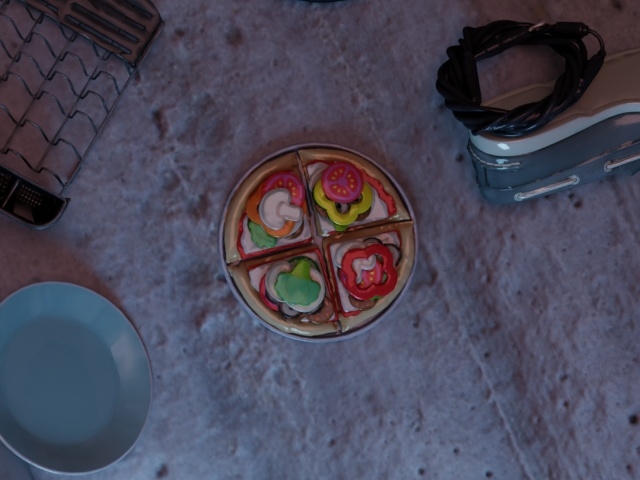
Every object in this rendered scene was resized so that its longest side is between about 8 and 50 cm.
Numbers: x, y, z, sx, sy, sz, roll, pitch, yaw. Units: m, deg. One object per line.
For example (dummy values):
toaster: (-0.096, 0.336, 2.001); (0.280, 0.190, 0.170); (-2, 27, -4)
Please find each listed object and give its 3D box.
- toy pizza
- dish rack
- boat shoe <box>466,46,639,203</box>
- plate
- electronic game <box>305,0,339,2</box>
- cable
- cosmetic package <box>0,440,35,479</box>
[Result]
toy pizza: (0.000, 0.000, 1.553); (0.201, 0.032, 0.201); (1, 84, -7)
dish rack: (-0.285, -0.165, 1.516); (0.208, 0.074, 0.271); (30, 81, -4)
boat shoe: (0.296, -0.116, 1.589); (0.319, 0.116, 0.099); (-16, 129, -15)
plate: (-0.244, 0.130, 1.479); (0.188, 0.024, 0.188); (16, 62, -33)
electronic game: (-0.004, -0.353, 1.584); (0.229, 0.048, 0.229); (1, 85, -15)
cable: (0.188, -0.166, 1.539); (0.150, 0.047, 0.184); (20, 49, 23)
cosmetic package: (-0.342, 0.255, 1.372); (0.138, 0.224, 0.225); (-26, 86, 10)
